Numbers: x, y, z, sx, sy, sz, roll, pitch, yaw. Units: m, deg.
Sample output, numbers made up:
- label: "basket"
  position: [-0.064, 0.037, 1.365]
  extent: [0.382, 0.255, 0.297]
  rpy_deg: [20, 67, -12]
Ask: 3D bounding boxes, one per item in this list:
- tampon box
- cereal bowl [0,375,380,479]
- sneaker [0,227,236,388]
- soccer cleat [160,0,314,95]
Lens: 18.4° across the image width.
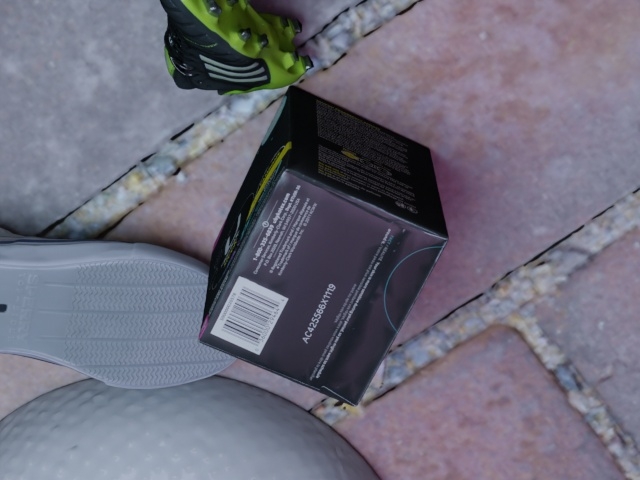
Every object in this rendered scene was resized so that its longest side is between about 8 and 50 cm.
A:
- label: "tampon box"
  position: [0.000, 0.000, 1.169]
  extent: [0.101, 0.161, 0.120]
  rpy_deg: [24, 108, -9]
- label: "cereal bowl"
  position: [-0.104, 0.261, 1.284]
  extent: [0.338, 0.141, 0.339]
  rpy_deg: [0, 111, -1]
- label: "sneaker"
  position: [-0.169, 0.028, 1.222]
  extent: [0.258, 0.091, 0.094]
  rpy_deg: [11, 107, -27]
- label: "soccer cleat"
  position: [-0.063, -0.115, 1.127]
  extent: [0.072, 0.179, 0.060]
  rpy_deg: [-20, 74, 15]
